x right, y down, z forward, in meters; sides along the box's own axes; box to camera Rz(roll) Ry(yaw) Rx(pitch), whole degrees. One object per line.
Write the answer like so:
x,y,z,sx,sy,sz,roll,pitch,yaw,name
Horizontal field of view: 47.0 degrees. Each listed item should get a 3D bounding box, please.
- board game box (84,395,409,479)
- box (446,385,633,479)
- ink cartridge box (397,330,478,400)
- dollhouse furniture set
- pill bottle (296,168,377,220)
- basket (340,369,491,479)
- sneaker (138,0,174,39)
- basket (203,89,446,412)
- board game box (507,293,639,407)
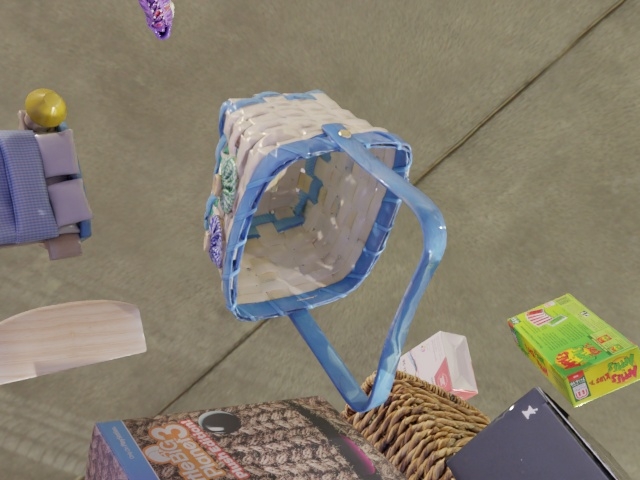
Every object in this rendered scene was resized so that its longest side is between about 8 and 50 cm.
-0.069,0.293,0.767,0.290,0.232,0.141,2,110,-37,board game box
0.228,0.244,0.640,0.108,0.153,0.207,-43,131,8,box
0.197,0.266,1.385,0.067,0.198,0.115,13,52,-29,ink cartridge box
-0.339,-0.010,0.699,0.286,0.198,0.304,-9,83,-38,dollhouse furniture set
0.040,-0.069,1.067,0.137,0.078,0.078,25,97,28,pill bottle
0.136,0.368,1.126,0.223,0.213,0.299,48,116,41,basket
-0.300,-0.429,1.361,0.068,0.170,0.071,-8,77,1,sneaker
0.000,0.000,0.750,0.289,0.201,0.255,45,136,34,basket
0.311,0.131,0.915,0.092,0.181,0.043,-24,106,0,board game box
